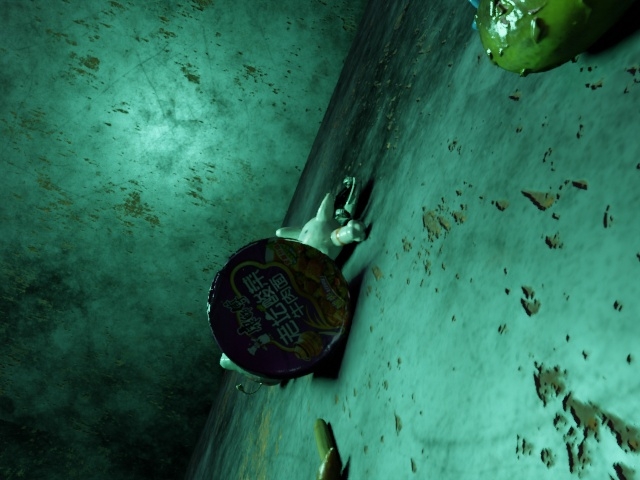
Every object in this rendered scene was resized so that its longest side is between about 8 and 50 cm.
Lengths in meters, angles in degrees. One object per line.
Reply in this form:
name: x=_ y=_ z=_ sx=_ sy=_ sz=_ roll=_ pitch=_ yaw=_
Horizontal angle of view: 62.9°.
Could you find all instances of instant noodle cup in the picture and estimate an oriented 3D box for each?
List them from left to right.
instant noodle cup: x=-0.079 y=0.142 z=0.979 sx=0.190 sy=0.251 sz=0.251 roll=111 pitch=176 yaw=-69

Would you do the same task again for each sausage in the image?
sausage: x=0.006 y=0.298 z=0.766 sx=0.132 sy=0.024 sz=0.024 roll=-138 pitch=68 yaw=-79

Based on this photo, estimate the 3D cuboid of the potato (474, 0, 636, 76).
potato: x=0.219 y=-0.246 z=0.416 sx=0.251 sy=0.113 sz=0.149 roll=120 pitch=165 yaw=-49

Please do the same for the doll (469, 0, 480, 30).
doll: x=0.237 y=-0.375 z=0.496 sx=0.199 sy=0.145 sz=0.363 roll=-54 pitch=-10 yaw=-50

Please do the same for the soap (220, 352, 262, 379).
soap: x=-0.113 y=0.180 z=1.236 sx=0.289 sy=0.173 sz=0.095 roll=-80 pitch=14 yaw=-47

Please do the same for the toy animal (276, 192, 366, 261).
toy animal: x=-0.013 y=0.009 z=1.117 sx=0.138 sy=0.140 sz=0.282 roll=-30 pitch=-10 yaw=-19

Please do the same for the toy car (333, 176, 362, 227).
toy car: x=0.051 y=-0.073 z=1.194 sx=0.205 sy=0.056 sz=0.095 roll=136 pitch=153 yaw=-62

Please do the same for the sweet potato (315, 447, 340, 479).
sweet potato: x=0.009 y=0.320 z=0.681 sx=0.034 sy=0.034 sz=0.095 roll=152 pitch=127 yaw=-76

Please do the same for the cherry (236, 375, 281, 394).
cherry: x=-0.134 y=0.280 z=1.251 sx=0.148 sy=0.115 sz=0.188 roll=-39 pitch=-27 yaw=-4
